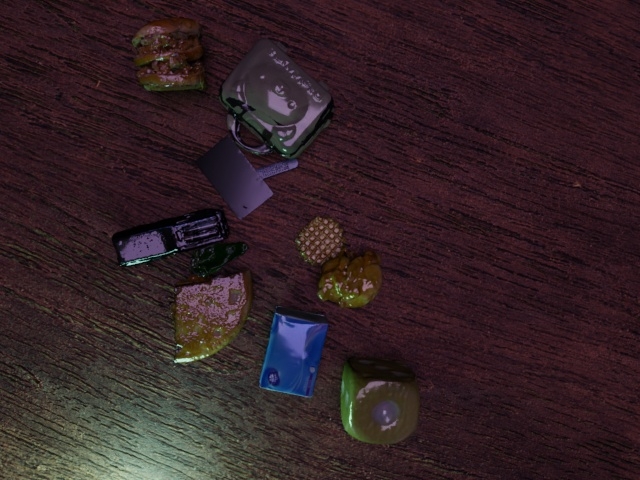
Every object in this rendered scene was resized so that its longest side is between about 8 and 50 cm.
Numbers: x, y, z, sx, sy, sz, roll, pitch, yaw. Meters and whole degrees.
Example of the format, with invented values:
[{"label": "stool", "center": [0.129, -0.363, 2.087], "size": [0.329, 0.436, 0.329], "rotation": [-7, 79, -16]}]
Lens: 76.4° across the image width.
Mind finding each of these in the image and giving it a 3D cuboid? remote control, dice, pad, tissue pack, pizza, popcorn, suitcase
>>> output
[{"label": "remote control", "center": [-0.524, -0.009, 1.424], "size": [0.398, 0.062, 0.145], "rotation": [-16, 94, -4]}, {"label": "dice", "center": [0.201, 0.550, 1.426], "size": [0.238, 0.233, 0.227], "rotation": [5, 94, -4]}, {"label": "pad", "center": [-0.308, -0.223, 1.452], "size": [0.159, 0.009, 0.265], "rotation": [-37, 94, 5]}, {"label": "tissue pack", "center": [-0.092, 0.389, 1.437], "size": [0.198, 0.146, 0.263], "rotation": [13, 92, -4]}, {"label": "pizza", "center": [-0.399, 0.249, 1.422], "size": [0.277, 0.114, 0.409], "rotation": [32, 89, -5]}, {"label": "popcorn", "center": [0.113, 0.137, 1.418], "size": [0.253, 0.190, 0.191], "rotation": [-46, 118, -4]}, {"label": "remote control", "center": [-0.151, -0.258, 1.459], "size": [0.152, 0.027, 0.043], "rotation": [-17, 100, -2]}, {"label": "suitcase", "center": [-0.160, -0.444, 1.366], "size": [0.351, 0.194, 0.339], "rotation": [41, 92, -5]}]

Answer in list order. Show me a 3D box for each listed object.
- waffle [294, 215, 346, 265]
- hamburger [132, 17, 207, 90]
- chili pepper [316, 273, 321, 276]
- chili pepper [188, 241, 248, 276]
[{"label": "waffle", "center": [0.004, 0.003, 1.478], "size": [0.191, 0.038, 0.191], "rotation": [0, 93, -4]}, {"label": "hamburger", "center": [-0.480, -0.591, 1.324], "size": [0.245, 0.260, 0.211], "rotation": [6, 114, 37]}, {"label": "chili pepper", "center": [0.019, 0.150, 1.498], "size": [0.030, 0.017, 0.083], "rotation": [-38, 96, 0]}, {"label": "chili pepper", "center": [-0.349, 0.061, 1.413], "size": [0.216, 0.062, 0.108], "rotation": [-25, 57, -24]}]
